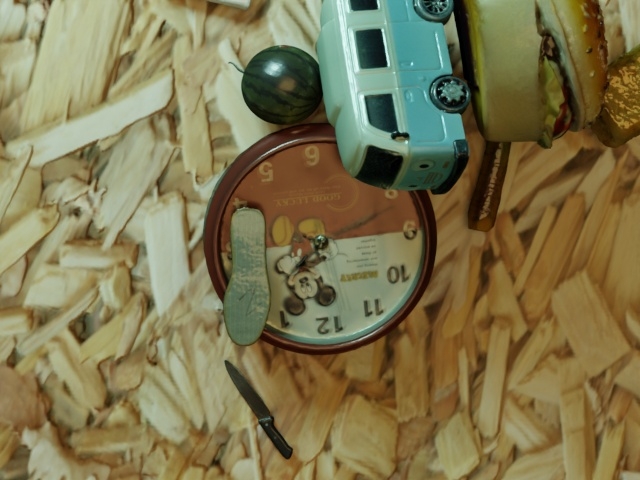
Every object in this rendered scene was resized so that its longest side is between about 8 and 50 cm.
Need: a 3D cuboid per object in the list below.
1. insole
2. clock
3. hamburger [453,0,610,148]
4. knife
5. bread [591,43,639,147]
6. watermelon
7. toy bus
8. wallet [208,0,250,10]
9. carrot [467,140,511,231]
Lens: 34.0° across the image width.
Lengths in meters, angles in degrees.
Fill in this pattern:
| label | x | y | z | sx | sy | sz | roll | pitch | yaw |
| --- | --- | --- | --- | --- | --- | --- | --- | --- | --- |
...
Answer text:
| label | x | y | z | sx | sy | sz | roll | pitch | yaw |
| --- | --- | --- | --- | --- | --- | --- | --- | --- | --- |
| insole | -0.096 | 0.049 | 1.374 | 0.064 | 0.004 | 0.188 | 1 | 101 | -5 |
| clock | 0.000 | 0.000 | 1.414 | 0.318 | 0.080 | 0.318 | -1 | 101 | -4 |
| hamburger | 0.263 | -0.261 | 1.319 | 0.176 | 0.300 | 0.300 | -12 | 99 | 7 |
| knife | -0.087 | 0.237 | 1.469 | 0.023 | 0.010 | 0.170 | -34 | 99 | -2 |
| bread | 0.460 | -0.222 | 1.447 | 0.211 | 0.083 | 0.114 | -32 | 95 | -3 |
| watermelon | -0.061 | -0.207 | 1.370 | 0.133 | 0.105 | 0.105 | 20 | 95 | 7 |
| toy bus | 0.087 | -0.196 | 1.317 | 0.165 | 0.133 | 0.271 | -4 | 70 | -11 |
| wallet | -0.148 | -0.346 | 1.376 | 0.122 | 0.025 | 0.061 | 12 | 97 | -9 |
| carrot | 0.238 | -0.096 | 1.456 | 0.042 | 0.042 | 0.171 | 10 | 94 | -9 |
